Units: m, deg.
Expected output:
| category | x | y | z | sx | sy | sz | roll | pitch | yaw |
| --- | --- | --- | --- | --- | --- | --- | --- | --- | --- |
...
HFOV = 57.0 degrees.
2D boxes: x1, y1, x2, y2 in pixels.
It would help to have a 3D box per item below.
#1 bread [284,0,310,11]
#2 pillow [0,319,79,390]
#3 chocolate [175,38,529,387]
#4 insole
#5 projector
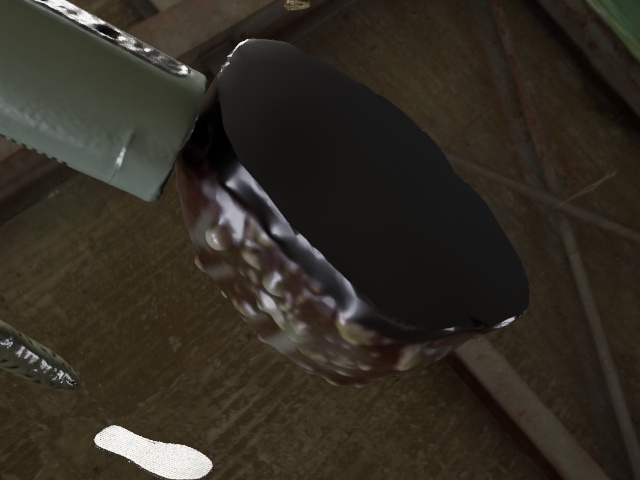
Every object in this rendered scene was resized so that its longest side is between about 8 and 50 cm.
| category | x | y | z | sx | sy | sz | roll | pitch | yaw |
| --- | --- | --- | --- | --- | --- | --- | --- | --- | --- |
| bread | -0.037 | -0.438 | 1.006 | 0.047 | 0.036 | 0.083 | 4 | -94 | 27 |
| pillow | -0.409 | 0.142 | 0.771 | 0.093 | 0.241 | 0.051 | 12 | -116 | 21 |
| chocolate | 0.000 | 0.000 | 0.569 | 0.340 | 0.210 | 0.225 | 44 | -132 | 0 |
| insole | -0.316 | 0.396 | 1.099 | 0.253 | 0.005 | 0.086 | 10 | -156 | 20 |
| projector | -0.246 | -0.139 | 0.384 | 0.338 | 0.108 | 0.108 | 25 | -113 | -22 |
